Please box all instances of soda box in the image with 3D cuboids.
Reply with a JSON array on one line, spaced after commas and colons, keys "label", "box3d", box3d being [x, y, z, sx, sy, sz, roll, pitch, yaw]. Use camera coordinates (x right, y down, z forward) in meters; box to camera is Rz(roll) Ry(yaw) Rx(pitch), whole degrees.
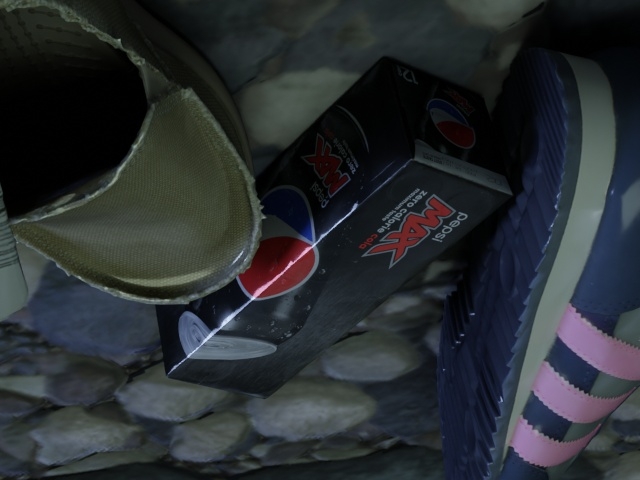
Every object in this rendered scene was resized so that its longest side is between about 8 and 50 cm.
[{"label": "soda box", "box3d": [0.000, 0.000, 0.767, 0.060, 0.053, 0.169, 17, 135, -36]}]

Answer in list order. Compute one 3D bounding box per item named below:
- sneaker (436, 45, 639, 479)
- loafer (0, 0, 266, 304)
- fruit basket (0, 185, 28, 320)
[{"label": "sneaker", "box3d": [0.129, 0.040, 0.816, 0.131, 0.112, 0.319, -3, 146, -10]}, {"label": "loafer", "box3d": [-0.092, -0.040, 0.643, 0.102, 0.092, 0.268, -20, 145, 11]}, {"label": "fruit basket", "box3d": [-0.256, -0.053, 0.438, 0.327, 0.165, 0.353, -25, 129, -19]}]
